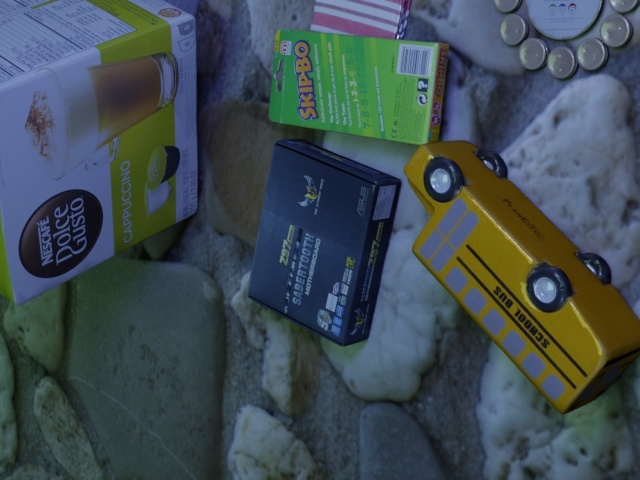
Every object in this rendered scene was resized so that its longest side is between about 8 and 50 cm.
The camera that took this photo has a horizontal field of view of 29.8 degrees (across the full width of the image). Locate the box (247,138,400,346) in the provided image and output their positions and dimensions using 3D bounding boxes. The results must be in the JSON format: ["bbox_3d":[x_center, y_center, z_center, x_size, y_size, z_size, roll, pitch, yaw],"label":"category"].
[{"bbox_3d":[0.000,0.000,1.604,0.183,0.059,0.233,26,113,36],"label":"box"}]

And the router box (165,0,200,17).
[{"bbox_3d":[-0.264,-0.514,1.733,0.301,0.082,0.336,35,118,31],"label":"router box"}]

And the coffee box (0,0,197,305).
[{"bbox_3d":[-0.406,-0.176,1.688,0.338,0.334,0.338,32,135,33],"label":"coffee box"}]

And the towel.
[{"bbox_3d":[0.044,-0.250,1.551,0.144,0.029,0.197,23,109,35],"label":"towel"}]

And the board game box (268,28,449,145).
[{"bbox_3d":[0.042,-0.196,1.515,0.259,0.039,0.124,13,101,36],"label":"board game box"}]

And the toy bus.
[{"bbox_3d":[0.221,0.030,1.388,0.333,0.108,0.130,49,126,24],"label":"toy bus"}]

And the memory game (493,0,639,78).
[{"bbox_3d":[0.275,-0.275,1.356,0.186,0.012,0.186,8,102,40],"label":"memory game"}]
